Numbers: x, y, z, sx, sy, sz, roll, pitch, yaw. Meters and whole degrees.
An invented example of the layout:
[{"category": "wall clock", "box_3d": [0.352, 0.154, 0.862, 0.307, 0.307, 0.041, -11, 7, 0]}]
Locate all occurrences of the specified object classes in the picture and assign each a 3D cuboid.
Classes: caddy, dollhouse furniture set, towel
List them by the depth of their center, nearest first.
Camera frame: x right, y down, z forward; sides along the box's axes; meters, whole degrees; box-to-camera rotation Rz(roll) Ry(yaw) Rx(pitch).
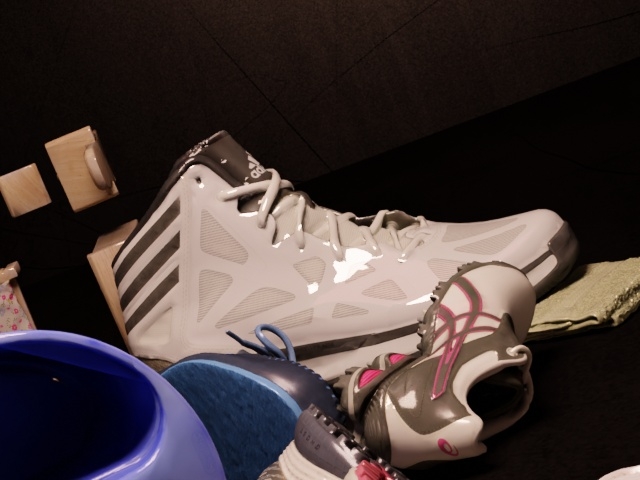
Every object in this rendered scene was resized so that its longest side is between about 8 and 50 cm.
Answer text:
[{"category": "caddy", "box_3d": [-0.223, 0.197, 1.040, 0.341, 0.241, 0.179, -25, 3, -19]}, {"category": "towel", "box_3d": [0.244, 0.049, 1.524, 0.110, 0.027, 0.148, -13, 12, 41]}, {"category": "dollhouse furniture set", "box_3d": [-0.343, 0.088, 1.788, 0.355, 0.303, 0.174, -22, 10, -1]}]

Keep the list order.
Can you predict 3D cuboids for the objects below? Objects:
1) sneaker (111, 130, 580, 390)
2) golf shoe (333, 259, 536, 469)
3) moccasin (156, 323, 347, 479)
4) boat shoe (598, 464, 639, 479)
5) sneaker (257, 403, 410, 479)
[{"category": "sneaker", "box_3d": [-0.001, 0.000, 1.606, 0.447, 0.257, 0.169, -21, 7, 15]}, {"category": "golf shoe", "box_3d": [0.122, 0.103, 1.335, 0.120, 0.105, 0.273, 3, 27, 32]}, {"category": "moccasin", "box_3d": [-0.071, 0.132, 1.427, 0.117, 0.138, 0.342, -22, 8, -31]}, {"category": "boat shoe", "box_3d": [0.218, 0.130, 0.866, 0.098, 0.096, 0.277, -26, 9, -23]}, {"category": "sneaker", "box_3d": [0.024, 0.191, 0.979, 0.112, 0.121, 0.299, -51, 12, -2]}]
